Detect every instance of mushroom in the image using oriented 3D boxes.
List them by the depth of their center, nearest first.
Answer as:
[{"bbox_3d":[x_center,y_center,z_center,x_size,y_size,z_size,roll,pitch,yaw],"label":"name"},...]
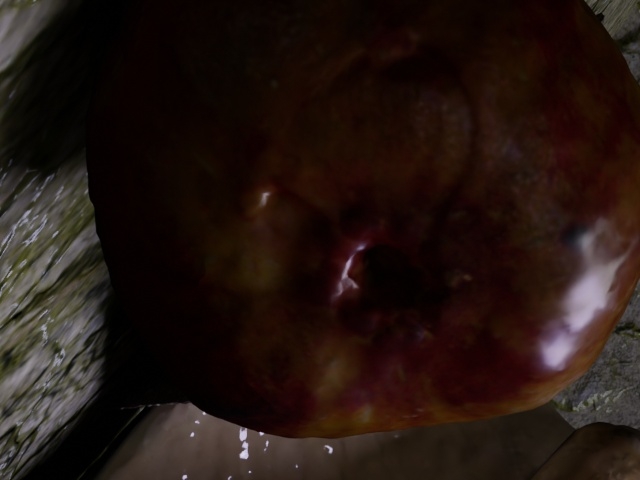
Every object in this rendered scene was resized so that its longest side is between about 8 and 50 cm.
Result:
[{"bbox_3d":[-0.014,0.202,0.860,0.397,0.313,0.224,-46,-179,-17],"label":"mushroom"}]

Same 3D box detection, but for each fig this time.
[{"bbox_3d":[0.008,-0.025,0.546,0.191,0.190,0.290,-52,-174,-5],"label":"fig"}]

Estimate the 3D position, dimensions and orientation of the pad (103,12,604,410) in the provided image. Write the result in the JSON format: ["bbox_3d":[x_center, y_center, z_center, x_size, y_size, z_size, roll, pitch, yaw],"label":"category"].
[{"bbox_3d":[0.000,0.000,0.745,0.220,0.004,0.330,-50,-168,-20],"label":"pad"}]
